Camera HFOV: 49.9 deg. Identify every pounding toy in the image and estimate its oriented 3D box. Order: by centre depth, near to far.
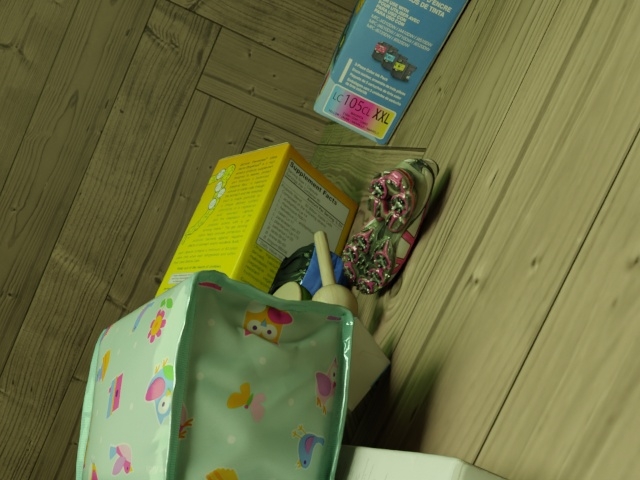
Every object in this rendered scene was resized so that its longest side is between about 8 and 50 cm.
[{"bbox_3d":[-0.014,0.134,0.840,0.236,0.110,0.183,-55,17,19],"label":"pounding toy"}]

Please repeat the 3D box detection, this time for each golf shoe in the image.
[{"bbox_3d":[0.084,-0.011,0.775,0.086,0.067,0.186,-27,-30,-39],"label":"golf shoe"}]

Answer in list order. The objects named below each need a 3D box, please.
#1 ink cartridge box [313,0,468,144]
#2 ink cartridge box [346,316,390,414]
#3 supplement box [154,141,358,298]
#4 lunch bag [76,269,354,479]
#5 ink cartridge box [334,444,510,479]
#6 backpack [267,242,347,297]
[{"bbox_3d":[0.146,-0.404,1.169,0.395,0.151,0.270,-59,11,35],"label":"ink cartridge box"},{"bbox_3d":[-0.029,0.157,0.671,0.180,0.060,0.104,-39,-4,30],"label":"ink cartridge box"},{"bbox_3d":[-0.112,0.046,1.144,0.195,0.194,0.356,-5,56,45],"label":"supplement box"},{"bbox_3d":[-0.098,0.179,0.508,0.223,0.160,0.262,-26,52,53],"label":"lunch bag"},{"bbox_3d":[0.013,0.233,0.467,0.175,0.069,0.371,-69,10,-19],"label":"ink cartridge box"},{"bbox_3d":[-0.011,0.060,1.002,0.120,0.101,0.097,-40,30,57],"label":"backpack"}]
